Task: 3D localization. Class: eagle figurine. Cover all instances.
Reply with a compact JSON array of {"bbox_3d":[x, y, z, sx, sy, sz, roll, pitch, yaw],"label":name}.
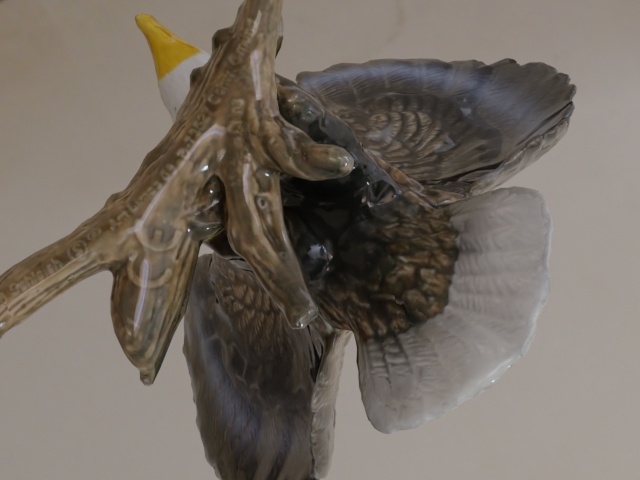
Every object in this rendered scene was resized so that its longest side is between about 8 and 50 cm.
[{"bbox_3d":[-0.004,-0.010,0.827,0.226,0.225,0.298,-10,165,14],"label":"eagle figurine"}]
